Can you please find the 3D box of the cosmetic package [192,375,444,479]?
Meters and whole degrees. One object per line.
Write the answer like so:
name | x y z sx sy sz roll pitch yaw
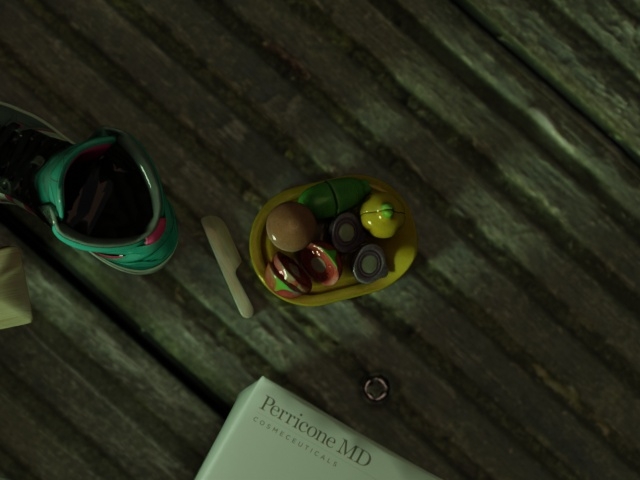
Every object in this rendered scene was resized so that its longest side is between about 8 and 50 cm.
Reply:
cosmetic package | -0.068 0.349 1.777 0.217 0.156 0.385 28 78 -3

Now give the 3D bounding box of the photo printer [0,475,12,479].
photo printer | -0.358 0.333 1.730 0.308 0.107 0.256 19 62 -7

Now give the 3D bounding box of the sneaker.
sneaker | -0.267 -0.067 1.796 0.296 0.178 0.123 28 77 -4

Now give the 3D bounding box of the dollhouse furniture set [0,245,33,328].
dollhouse furniture set | -0.350 0.049 1.716 0.135 0.259 0.262 -12 96 -13

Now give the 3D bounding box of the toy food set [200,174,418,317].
toy food set | 0.000 0.000 1.890 0.218 0.071 0.128 -15 84 -12
